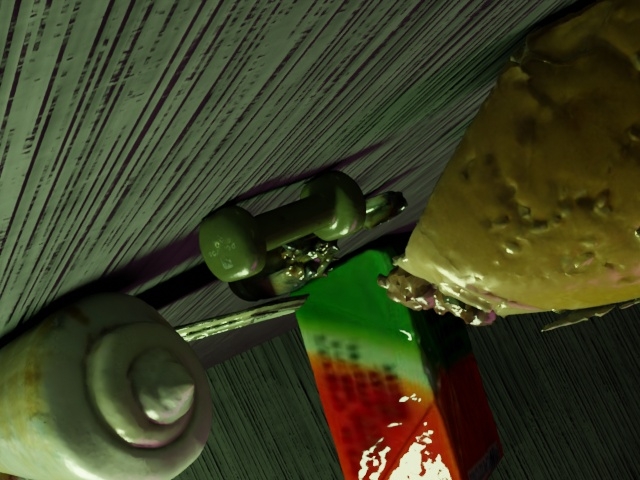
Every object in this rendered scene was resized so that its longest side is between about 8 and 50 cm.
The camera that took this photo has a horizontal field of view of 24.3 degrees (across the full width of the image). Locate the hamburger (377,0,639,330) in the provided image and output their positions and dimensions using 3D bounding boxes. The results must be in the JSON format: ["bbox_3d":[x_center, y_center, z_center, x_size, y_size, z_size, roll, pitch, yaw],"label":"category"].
[{"bbox_3d":[0.184,-0.058,0.853,0.155,0.245,0.282,1,109,-69],"label":"hamburger"}]

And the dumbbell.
[{"bbox_3d":[-0.023,-0.010,0.956,0.118,0.046,0.052,-22,179,-45],"label":"dumbbell"}]

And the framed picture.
[{"bbox_3d":[-0.155,0.091,1.263,0.273,0.016,0.216,-16,177,11],"label":"framed picture"}]

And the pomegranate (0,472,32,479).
[{"bbox_3d":[-0.289,0.183,1.283,0.130,0.130,0.130,-26,175,-2],"label":"pomegranate"}]

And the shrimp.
[{"bbox_3d":[0.000,0.000,1.216,0.150,0.051,0.217,-28,-176,-18],"label":"shrimp"}]

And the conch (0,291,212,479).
[{"bbox_3d":[-0.184,0.098,1.038,0.255,0.127,0.158,-4,-142,30],"label":"conch"}]

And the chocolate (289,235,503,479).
[{"bbox_3d":[0.107,0.174,1.958,0.161,0.341,0.360,-17,179,14],"label":"chocolate"}]
